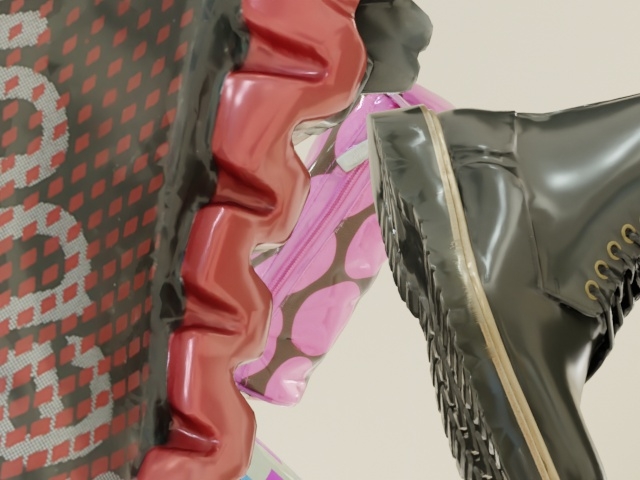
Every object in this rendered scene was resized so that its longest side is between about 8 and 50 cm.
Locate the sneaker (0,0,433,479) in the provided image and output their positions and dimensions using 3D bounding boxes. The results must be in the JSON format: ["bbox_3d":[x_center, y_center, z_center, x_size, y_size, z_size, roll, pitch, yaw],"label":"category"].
[{"bbox_3d":[-0.068,0.015,0.341,0.135,0.097,0.276,19,-102,-14],"label":"sneaker"}]

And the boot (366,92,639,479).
[{"bbox_3d":[0.101,0.013,0.566,0.137,0.198,0.077,-10,-40,-5],"label":"boot"}]

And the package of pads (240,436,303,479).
[{"bbox_3d":[-0.165,0.181,0.876,0.229,0.101,0.296,47,-110,-28],"label":"package of pads"}]

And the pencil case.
[{"bbox_3d":[0.000,0.000,0.948,0.095,0.098,0.209,31,-78,-4],"label":"pencil case"}]
